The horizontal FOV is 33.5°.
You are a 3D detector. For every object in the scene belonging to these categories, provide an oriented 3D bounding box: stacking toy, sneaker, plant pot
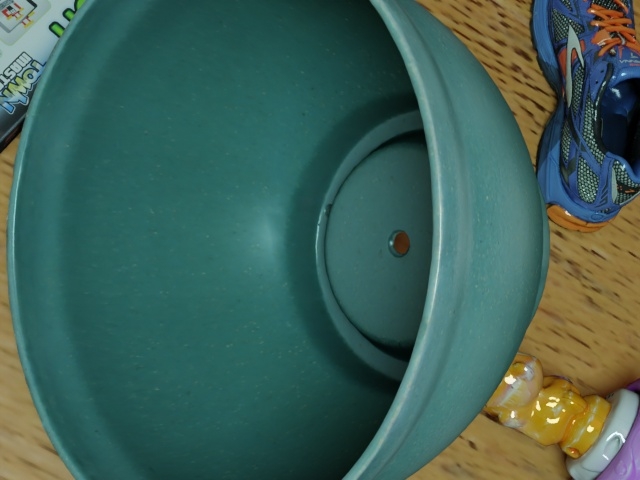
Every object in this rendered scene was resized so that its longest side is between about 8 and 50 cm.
[{"bbox_3d":[0.221,0.153,0.683,0.302,0.175,0.165,32,67,3],"label":"stacking toy"},{"bbox_3d":[0.206,-0.119,0.755,0.083,0.087,0.221,4,77,-21],"label":"sneaker"},{"bbox_3d":[0.000,0.000,0.564,0.196,0.293,0.292,4,75,-48],"label":"plant pot"}]

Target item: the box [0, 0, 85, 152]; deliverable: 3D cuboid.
[{"bbox_3d":[-0.171,-0.161,0.643,0.114,0.036,0.207,42,67,-8],"label":"box"}]
